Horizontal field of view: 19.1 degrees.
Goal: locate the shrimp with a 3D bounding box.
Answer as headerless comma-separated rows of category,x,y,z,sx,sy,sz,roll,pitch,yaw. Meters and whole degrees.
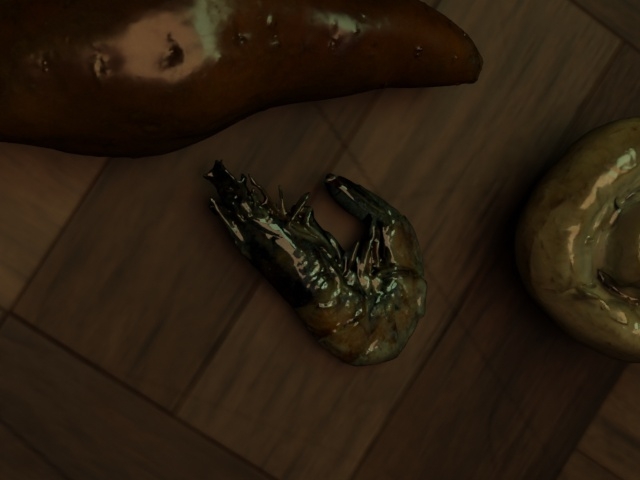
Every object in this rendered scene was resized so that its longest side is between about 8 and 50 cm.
shrimp,0.000,0.000,1.085,0.161,0.034,0.091,45,69,-20

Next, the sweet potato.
sweet potato,-0.083,-0.101,1.014,0.359,0.112,0.112,-12,97,-12

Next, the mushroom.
mushroom,0.183,0.000,1.093,0.148,0.112,0.148,0,92,-7
